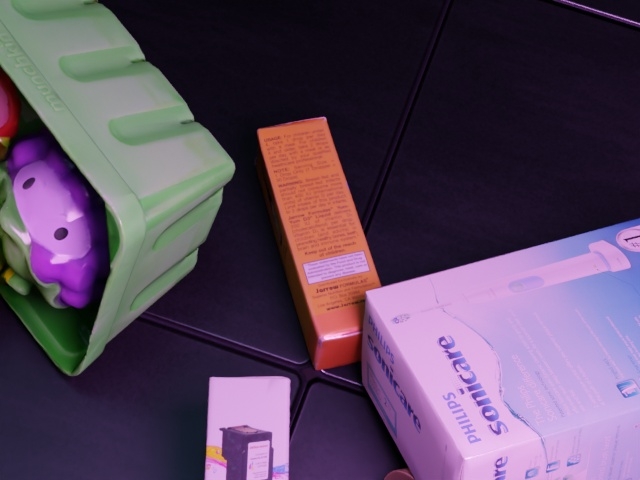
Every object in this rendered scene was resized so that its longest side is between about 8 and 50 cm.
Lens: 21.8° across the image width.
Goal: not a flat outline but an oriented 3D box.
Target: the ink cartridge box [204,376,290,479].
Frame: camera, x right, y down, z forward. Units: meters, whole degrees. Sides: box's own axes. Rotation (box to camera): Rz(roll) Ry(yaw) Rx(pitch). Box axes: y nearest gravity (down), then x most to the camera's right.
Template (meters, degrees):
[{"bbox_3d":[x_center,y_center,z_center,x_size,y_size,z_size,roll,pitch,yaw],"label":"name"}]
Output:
[{"bbox_3d":[-0.063,0.220,1.434,0.072,0.127,0.175,1,61,-1],"label":"ink cartridge box"}]

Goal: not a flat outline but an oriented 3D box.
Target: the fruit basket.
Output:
[{"bbox_3d":[-0.320,-0.050,1.498,0.392,0.283,0.392,11,50,-14],"label":"fruit basket"}]

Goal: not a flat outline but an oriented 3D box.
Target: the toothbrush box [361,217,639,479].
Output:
[{"bbox_3d":[0.210,0.118,1.464,0.295,0.126,0.216,-14,44,-17],"label":"toothbrush box"}]

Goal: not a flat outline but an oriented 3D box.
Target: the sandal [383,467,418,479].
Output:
[{"bbox_3d":[0.152,0.285,1.445,0.079,0.088,0.240,-6,44,-43],"label":"sandal"}]

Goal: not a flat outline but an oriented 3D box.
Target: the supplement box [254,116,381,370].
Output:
[{"bbox_3d":[0.000,0.000,1.582,0.080,0.078,0.233,-14,65,-11],"label":"supplement box"}]
